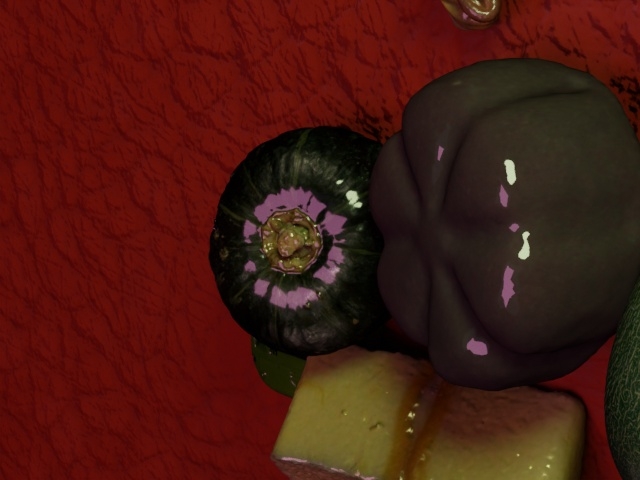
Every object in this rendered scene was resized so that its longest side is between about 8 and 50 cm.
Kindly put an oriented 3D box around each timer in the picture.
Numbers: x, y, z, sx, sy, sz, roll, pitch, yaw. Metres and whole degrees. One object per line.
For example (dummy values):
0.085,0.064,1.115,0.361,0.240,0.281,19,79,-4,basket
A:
-0.007,0.090,1.482,0.140,0.047,0.128,17,117,37,timer

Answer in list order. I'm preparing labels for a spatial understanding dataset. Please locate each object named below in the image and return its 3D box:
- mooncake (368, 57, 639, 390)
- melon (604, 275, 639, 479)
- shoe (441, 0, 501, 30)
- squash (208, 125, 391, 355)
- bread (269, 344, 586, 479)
0.135,-0.013,1.207,0.245,0.133,0.245,27,120,59,mooncake
0.287,0.089,1.103,0.182,0.182,0.288,34,127,30,melon
0.111,-0.213,1.236,0.069,0.072,0.109,-133,36,-77,shoe
-0.002,0.001,1.362,0.193,0.156,0.193,-8,67,18,squash
0.092,0.188,1.372,0.266,0.142,0.178,9,99,26,bread
